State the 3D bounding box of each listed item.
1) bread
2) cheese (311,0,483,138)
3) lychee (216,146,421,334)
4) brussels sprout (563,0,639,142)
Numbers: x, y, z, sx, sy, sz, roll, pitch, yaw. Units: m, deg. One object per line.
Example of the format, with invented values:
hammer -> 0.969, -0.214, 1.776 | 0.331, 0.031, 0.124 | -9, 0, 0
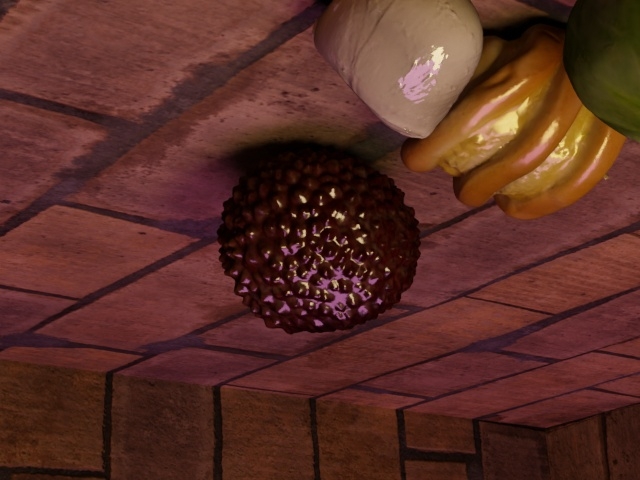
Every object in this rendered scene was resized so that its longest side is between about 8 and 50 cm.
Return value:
bread -> 0.263, -0.147, 1.678 | 0.270, 0.211, 0.316 | 9, 154, -28
cheese -> 0.093, -0.234, 1.457 | 0.154, 0.198, 0.189 | -32, 168, -50
lychee -> 0.000, 0.000, 1.934 | 0.306, 0.306, 0.330 | -14, 132, 26
brussels sprout -> 0.465, -0.229, 1.372 | 0.371, 0.275, 0.314 | 9, 149, -11
